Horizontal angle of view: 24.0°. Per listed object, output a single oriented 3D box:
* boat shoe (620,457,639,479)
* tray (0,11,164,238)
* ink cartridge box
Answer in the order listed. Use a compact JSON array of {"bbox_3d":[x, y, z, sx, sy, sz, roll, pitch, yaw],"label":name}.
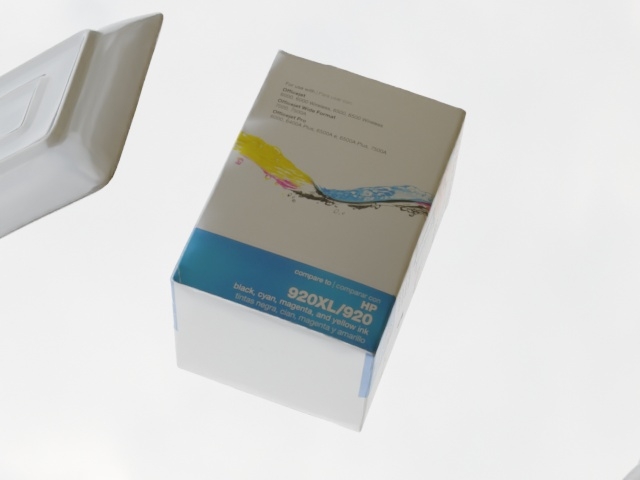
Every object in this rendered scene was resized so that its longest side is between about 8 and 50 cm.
[{"bbox_3d":[0.197,0.201,0.594,0.088,0.096,0.267,-33,-86,-28],"label":"boat shoe"},{"bbox_3d":[-0.210,-0.040,0.856,0.030,0.270,0.145,46,-145,-33],"label":"tray"},{"bbox_3d":[0.000,0.000,1.224,0.171,0.168,0.233,95,-164,-62],"label":"ink cartridge box"}]
